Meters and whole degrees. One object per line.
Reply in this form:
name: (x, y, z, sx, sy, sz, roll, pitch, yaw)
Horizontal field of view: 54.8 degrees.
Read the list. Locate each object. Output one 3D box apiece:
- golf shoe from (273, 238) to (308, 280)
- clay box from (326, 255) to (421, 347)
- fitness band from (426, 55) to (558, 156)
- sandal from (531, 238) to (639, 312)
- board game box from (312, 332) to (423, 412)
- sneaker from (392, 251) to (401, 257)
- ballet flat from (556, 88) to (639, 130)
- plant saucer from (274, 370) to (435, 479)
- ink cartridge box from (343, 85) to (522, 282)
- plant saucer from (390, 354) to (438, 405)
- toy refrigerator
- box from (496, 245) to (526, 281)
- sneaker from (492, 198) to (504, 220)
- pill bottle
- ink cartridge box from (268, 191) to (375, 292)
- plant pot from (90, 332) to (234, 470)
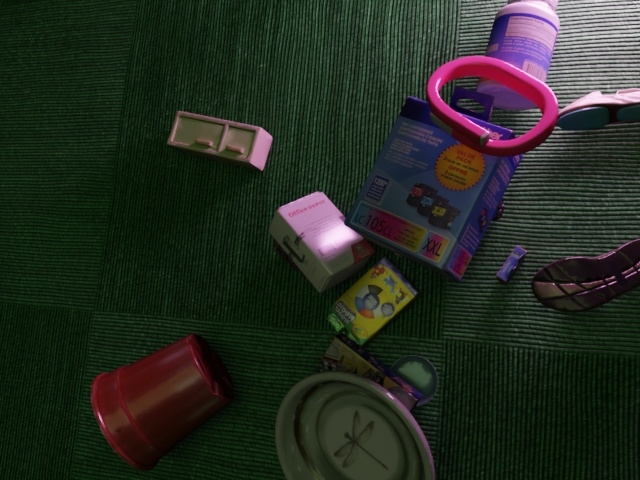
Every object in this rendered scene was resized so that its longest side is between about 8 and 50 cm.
golf shoe: (-0.040, 0.040, 1.592, 0.186, 0.067, 0.086, 37, 70, 19)
clay box: (0.123, 0.160, 1.516, 0.222, 0.053, 0.127, -44, 72, 6)
fitness band: (0.355, -0.290, 1.302, 0.209, 0.054, 0.291, -38, 56, -12)
sandal: (0.615, 0.085, 1.355, 0.302, 0.086, 0.120, -16, 70, 0)
board game box: (0.099, 0.358, 1.472, 0.243, 0.042, 0.165, 36, 110, 20)
sneaker: (0.167, -0.025, 1.535, 0.059, 0.053, 0.144, -44, 79, 8)
ballet flat: (0.662, -0.306, 1.411, 0.248, 0.086, 0.086, -2, 80, 17)
plant saucer: (0.084, 0.477, 1.412, 0.400, 0.100, 0.401, 8, 105, 31)
ink cartridge box: (0.269, -0.145, 1.400, 0.270, 0.151, 0.396, 26, 87, 29)
plant saucer: (0.222, 0.333, 1.470, 0.119, 0.021, 0.119, -3, 79, 18)
toy refrigerator: (-0.280, -0.277, 1.704, 0.269, 0.094, 0.102, 15, 86, 20)
box: (0.428, 0.057, 1.387, 0.028, 0.136, 0.081, 35, 92, 21)
sneaker: (0.370, -0.140, 1.479, 0.087, 0.083, 0.221, -30, 64, 19)
pill bottle: (0.471, -0.459, 1.453, 0.152, 0.152, 0.272, 13, 85, 20)
ink cartridge box: (0.000, 0.000, 1.523, 0.218, 0.158, 0.092, 50, 140, 18)
plant pot: (-0.377, 0.385, 1.549, 0.265, 0.272, 0.272, -32, 72, 2)
